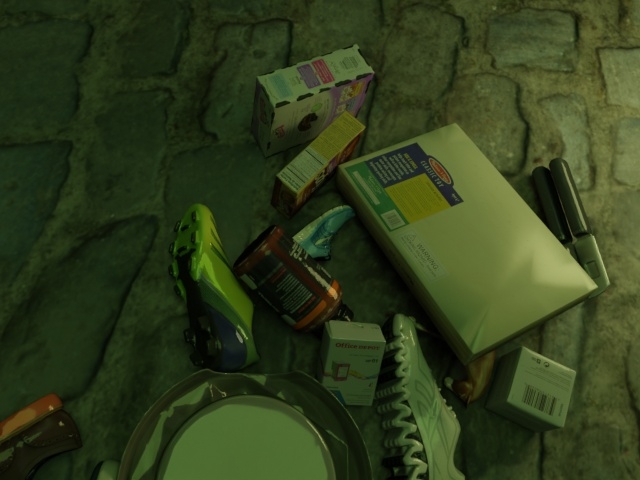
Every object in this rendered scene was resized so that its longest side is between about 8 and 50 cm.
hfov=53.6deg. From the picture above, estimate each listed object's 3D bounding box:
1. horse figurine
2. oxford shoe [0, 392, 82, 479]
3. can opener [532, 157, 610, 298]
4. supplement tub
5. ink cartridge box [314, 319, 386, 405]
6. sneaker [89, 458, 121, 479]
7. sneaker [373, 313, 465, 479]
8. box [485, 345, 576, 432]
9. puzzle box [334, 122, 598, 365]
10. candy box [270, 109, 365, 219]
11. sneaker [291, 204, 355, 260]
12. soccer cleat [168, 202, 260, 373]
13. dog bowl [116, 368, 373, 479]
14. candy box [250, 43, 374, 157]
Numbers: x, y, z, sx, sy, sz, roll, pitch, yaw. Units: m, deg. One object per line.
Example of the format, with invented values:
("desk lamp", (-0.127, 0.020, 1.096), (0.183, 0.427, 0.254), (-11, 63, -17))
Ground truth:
("horse figurine", (0.273, 0.131, 1.085), (0.174, 0.066, 0.263), (43, 70, 16))
("oxford shoe", (-0.456, 0.325, 0.853), (0.271, 0.097, 0.098), (-36, 84, -22))
("can opener", (0.455, -0.024, 1.167), (0.093, 0.074, 0.280), (18, 56, -43))
("supplement tub", (-0.038, 0.075, 1.013), (0.198, 0.106, 0.106), (45, 66, -9))
("ink cartridge box", (0.044, 0.191, 0.984), (0.088, 0.052, 0.122), (5, 111, -11))
("sneaker", (-0.373, 0.440, 0.803), (0.148, 0.131, 0.350), (17, 61, 4))
("sneaker", (0.151, 0.260, 0.995), (0.118, 0.110, 0.292), (-1, 76, -19))
("box", (0.343, 0.245, 1.038), (0.101, 0.087, 0.102), (25, 65, 0))
("puzzle box", (0.240, -0.016, 1.097), (0.272, 0.052, 0.409), (-22, 62, -21))
("candy box", (-0.006, -0.132, 1.116), (0.053, 0.109, 0.187), (42, 67, 8))
("sneaker", (0.000, 0.000, 1.099), (0.162, 0.063, 0.073), (-39, 93, -15))
("soccer cleat", (-0.168, 0.076, 1.027), (0.121, 0.093, 0.289), (7, 58, -41))
("dog bowl", (-0.105, 0.352, 0.902), (0.348, 0.102, 0.349), (4, 68, -9))
("candy box", (-0.020, -0.246, 1.129), (0.196, 0.165, 0.070), (-24, 74, -19))
